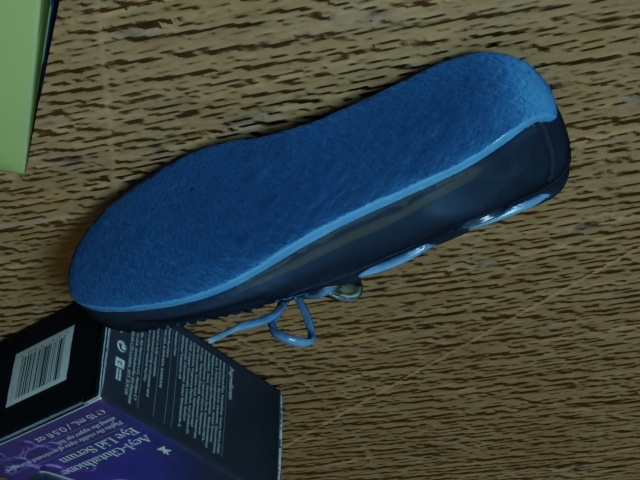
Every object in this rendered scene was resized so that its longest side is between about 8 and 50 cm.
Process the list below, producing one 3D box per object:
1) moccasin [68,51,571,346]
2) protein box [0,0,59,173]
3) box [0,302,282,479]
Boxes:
[{"bbox_3d":[0.000,0.000,0.835,0.342,0.138,0.117,-16,143,22],"label":"moccasin"},{"bbox_3d":[-0.227,-0.150,0.618,0.201,0.136,0.200,9,154,-11],"label":"protein box"},{"bbox_3d":[-0.151,0.148,1.048,0.153,0.108,0.207,-27,133,30],"label":"box"}]
